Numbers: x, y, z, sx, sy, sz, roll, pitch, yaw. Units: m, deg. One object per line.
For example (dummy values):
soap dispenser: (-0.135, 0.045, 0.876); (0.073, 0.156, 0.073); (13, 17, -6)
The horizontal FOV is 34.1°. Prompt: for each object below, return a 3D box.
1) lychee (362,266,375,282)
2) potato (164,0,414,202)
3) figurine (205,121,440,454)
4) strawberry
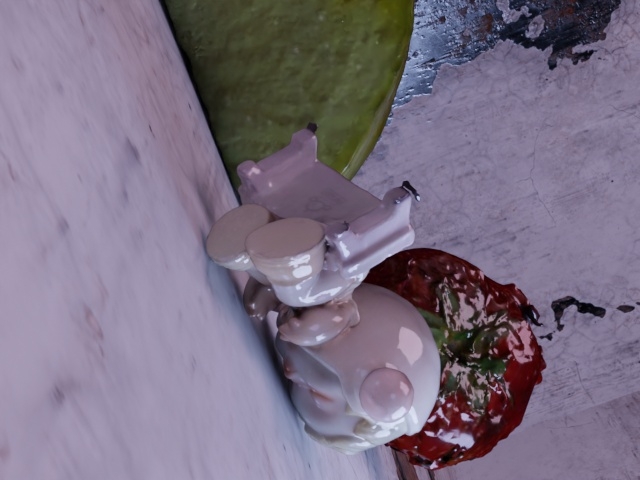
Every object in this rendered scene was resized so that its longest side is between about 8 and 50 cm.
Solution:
lychee: (0.067, 0.061, 1.420); (0.129, 0.123, 0.123); (-62, 132, -73)
potato: (-0.013, -0.197, 1.012); (0.280, 0.212, 0.330); (-79, 150, -80)
figurine: (0.015, 0.057, 0.780); (0.144, 0.182, 0.257); (-50, 140, -34)
strawberry: (0.134, 0.141, 1.267); (0.220, 0.274, 0.274); (-35, -108, 57)
